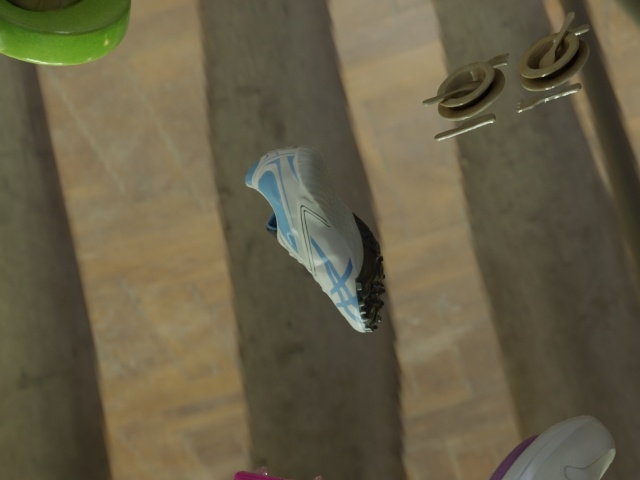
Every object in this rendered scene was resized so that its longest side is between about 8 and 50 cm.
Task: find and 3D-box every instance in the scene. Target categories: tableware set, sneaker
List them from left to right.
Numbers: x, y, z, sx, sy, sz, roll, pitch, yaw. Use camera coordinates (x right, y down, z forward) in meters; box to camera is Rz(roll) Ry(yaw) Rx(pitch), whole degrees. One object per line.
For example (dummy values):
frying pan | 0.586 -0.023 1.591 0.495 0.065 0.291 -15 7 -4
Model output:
sneaker | 0.000 0.000 1.841 0.086 0.085 0.237 -10 125 29
tableware set | 0.213 -0.194 2.019 0.194 0.128 0.039 -19 125 28
sneaker | 0.156 0.252 1.272 0.305 0.152 0.114 -48 164 -42

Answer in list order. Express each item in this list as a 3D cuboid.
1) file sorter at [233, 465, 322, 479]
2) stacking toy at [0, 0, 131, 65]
file sorter | 0.046 0.366 1.934 0.291 0.202 0.182 9 180 6
stacking toy | -0.278 -0.239 1.236 0.279 0.309 0.130 -15 144 -33
